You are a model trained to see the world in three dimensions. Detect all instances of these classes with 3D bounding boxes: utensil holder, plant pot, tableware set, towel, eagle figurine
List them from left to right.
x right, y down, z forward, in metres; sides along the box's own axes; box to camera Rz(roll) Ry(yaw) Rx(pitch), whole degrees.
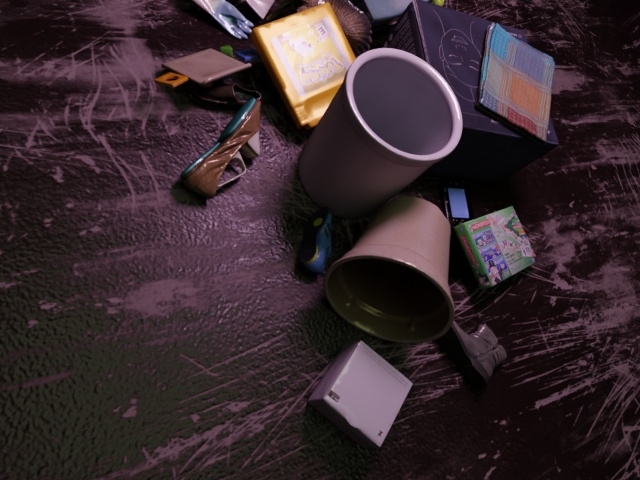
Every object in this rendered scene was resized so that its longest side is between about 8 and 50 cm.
[{"bbox_3d":[0.004,-0.717,1.494,0.298,0.226,0.225,52,39,9],"label":"eagle figurine"},{"bbox_3d":[0.139,-0.272,1.253,0.328,0.385,0.327,9,67,-21],"label":"utensil holder"},{"bbox_3d":[0.206,-0.857,1.517,0.252,0.247,0.247,-39,114,-10],"label":"plant pot"},{"bbox_3d":[0.261,-0.772,1.679,0.104,0.024,0.154,16,52,32],"label":"tableware set"},{"bbox_3d":[0.215,0.054,1.217,0.334,0.334,0.305,34,50,-8],"label":"plant pot"},{"bbox_3d":[0.623,-0.500,1.418,0.272,0.040,0.369,24,62,-13],"label":"towel"}]

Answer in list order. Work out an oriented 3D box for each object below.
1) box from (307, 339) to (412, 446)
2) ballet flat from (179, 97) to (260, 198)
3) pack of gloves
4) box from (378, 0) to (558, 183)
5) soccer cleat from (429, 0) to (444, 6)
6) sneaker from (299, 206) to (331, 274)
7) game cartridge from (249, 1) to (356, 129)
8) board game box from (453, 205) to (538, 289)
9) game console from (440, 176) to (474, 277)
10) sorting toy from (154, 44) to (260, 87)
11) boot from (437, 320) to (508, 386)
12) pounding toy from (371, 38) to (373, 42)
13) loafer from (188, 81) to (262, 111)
[{"bbox_3d":[0.098,0.381,1.124,0.181,0.119,0.182,41,60,-4],"label":"box"},{"bbox_3d":[-0.243,-0.247,1.249,0.124,0.116,0.342,46,58,-24],"label":"ballet flat"},{"bbox_3d":[-0.273,-0.771,1.412,0.232,0.046,0.195,35,81,-30],"label":"pack of gloves"},{"bbox_3d":[0.474,-0.483,1.533,0.481,0.297,0.471,3,67,-23],"label":"box"},{"bbox_3d":[0.462,-1.010,1.882,0.060,0.072,0.178,6,46,-20],"label":"soccer cleat"},{"bbox_3d":[0.000,0.000,1.277,0.082,0.069,0.209,46,44,-37],"label":"sneaker"},{"bbox_3d":[-0.016,-0.528,1.369,0.285,0.053,0.323,-31,97,-22],"label":"game cartridge"},{"bbox_3d":[0.585,0.015,1.482,0.318,0.046,0.213,-16,80,-39],"label":"board game box"},{"bbox_3d":[0.455,-0.052,1.497,0.213,0.044,0.360,6,67,-21],"label":"game console"},{"bbox_3d":[-0.328,-0.491,1.296,0.196,0.047,0.348,29,47,27],"label":"sorting toy"},{"bbox_3d":[0.448,0.296,1.343,0.161,0.083,0.246,-36,92,-37],"label":"boot"},{"bbox_3d":[0.115,-0.859,1.661,0.183,0.110,0.236,7,95,-29],"label":"pounding toy"},{"bbox_3d":[-0.272,-0.432,1.318,0.220,0.078,0.080,3,69,-22],"label":"loafer"}]
